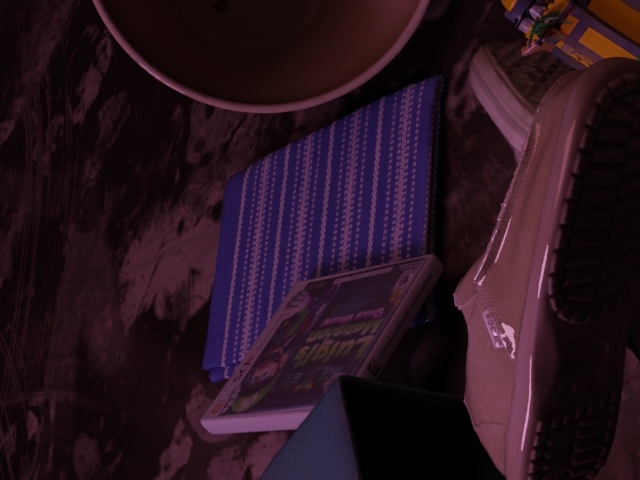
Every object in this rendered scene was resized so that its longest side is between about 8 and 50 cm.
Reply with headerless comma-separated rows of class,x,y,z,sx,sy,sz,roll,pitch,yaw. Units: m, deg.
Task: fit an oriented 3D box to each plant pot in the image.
plant pot,0.033,0.243,0.957,0.234,0.166,0.165,-48,40,38

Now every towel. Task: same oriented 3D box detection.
towel,0.000,0.000,1.236,0.336,0.040,0.243,-22,56,47

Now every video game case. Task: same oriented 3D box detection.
video game case,-0.001,0.089,1.069,0.190,0.022,0.173,-13,35,50

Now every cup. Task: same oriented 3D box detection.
cup,-0.066,-0.283,1.246,0.237,0.331,0.331,-166,94,-83

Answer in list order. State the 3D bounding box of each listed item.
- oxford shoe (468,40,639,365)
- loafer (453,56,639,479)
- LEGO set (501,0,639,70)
oxford shoe,0.214,-0.005,0.823,0.449,0.169,0.130,-123,39,-48
loafer,0.127,0.022,0.719,0.092,0.102,0.268,32,122,46
LEGO set,0.181,-0.277,0.828,0.255,0.192,0.331,-54,5,45
